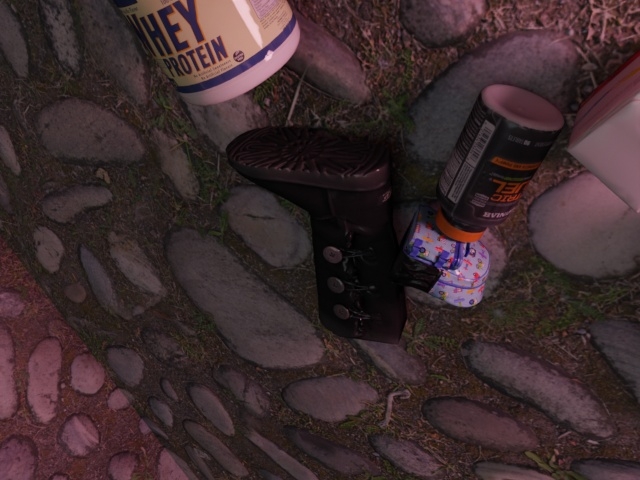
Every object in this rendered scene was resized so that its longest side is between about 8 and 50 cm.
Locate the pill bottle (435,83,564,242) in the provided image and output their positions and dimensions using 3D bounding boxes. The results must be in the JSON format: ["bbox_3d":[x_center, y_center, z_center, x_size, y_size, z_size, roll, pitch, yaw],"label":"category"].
[{"bbox_3d":[0.268,-0.111,0.825,0.131,0.130,0.245,28,133,12],"label":"pill bottle"}]

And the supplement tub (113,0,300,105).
[{"bbox_3d":[-0.199,-0.402,0.788,0.236,0.235,0.324,-2,137,34],"label":"supplement tub"}]

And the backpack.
[{"bbox_3d":[0.230,0.032,0.934,0.174,0.158,0.116,25,133,6],"label":"backpack"}]

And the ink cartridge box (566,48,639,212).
[{"bbox_3d":[0.421,-0.150,0.665,0.128,0.176,0.127,42,134,0],"label":"ink cartridge box"}]

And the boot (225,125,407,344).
[{"bbox_3d":[0.001,0.001,1.085,0.367,0.146,0.444,19,140,33],"label":"boot"}]
